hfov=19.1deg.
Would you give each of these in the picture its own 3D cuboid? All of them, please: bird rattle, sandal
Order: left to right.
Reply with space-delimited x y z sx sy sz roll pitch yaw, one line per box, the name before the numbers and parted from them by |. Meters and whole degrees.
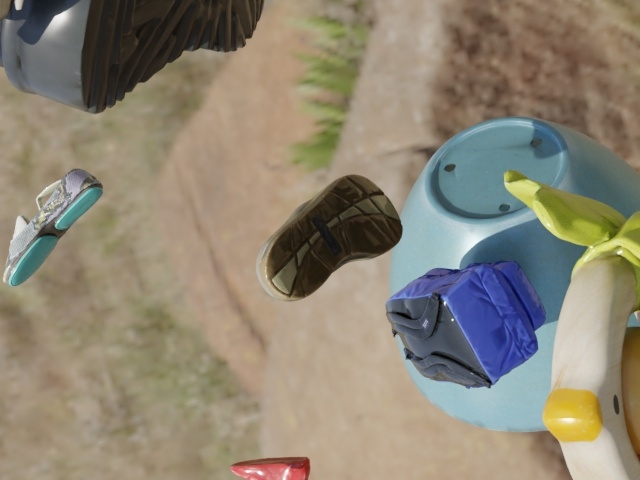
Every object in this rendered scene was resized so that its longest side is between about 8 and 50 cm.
sandal | 0.000 0.000 1.522 0.049 0.180 0.072 -23 98 43
bird rattle | 0.185 0.069 1.110 0.143 0.207 0.253 4 146 28

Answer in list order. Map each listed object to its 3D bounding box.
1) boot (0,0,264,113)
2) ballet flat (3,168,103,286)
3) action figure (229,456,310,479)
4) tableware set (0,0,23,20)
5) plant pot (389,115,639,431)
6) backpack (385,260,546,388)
boot | -0.165 -0.173 0.886 0.348 0.260 0.131 -43 -33 -69
ballet flat | -0.223 -0.014 1.545 0.041 0.114 0.041 42 -172 -8
action figure | -0.052 0.265 1.034 0.139 0.091 0.280 -7 97 26
tableware set | -0.120 -0.149 0.680 0.141 0.020 0.169 126 137 -62
plant pot | 0.184 0.002 1.745 0.290 0.290 0.195 47 167 46
backpack | 0.120 0.068 1.578 0.120 0.101 0.098 -12 105 61
